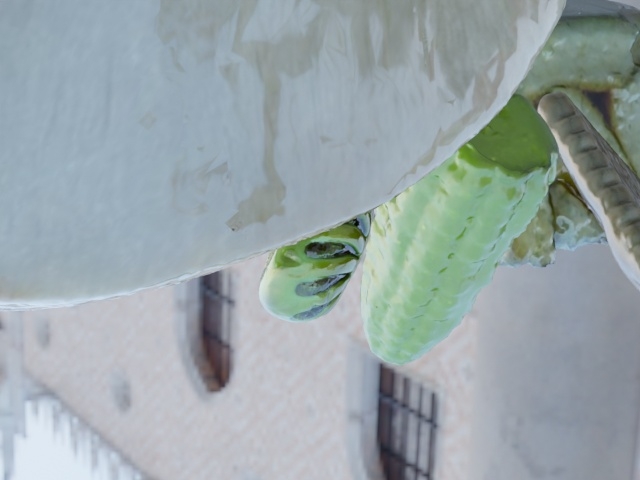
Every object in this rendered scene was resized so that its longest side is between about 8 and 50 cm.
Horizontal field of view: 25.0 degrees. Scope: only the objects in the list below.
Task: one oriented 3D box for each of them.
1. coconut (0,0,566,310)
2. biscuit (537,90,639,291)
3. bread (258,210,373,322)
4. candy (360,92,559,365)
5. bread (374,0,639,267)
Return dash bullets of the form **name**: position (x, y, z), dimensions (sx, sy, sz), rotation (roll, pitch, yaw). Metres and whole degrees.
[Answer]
- **coconut**: position (-0.094, -0.149, 0.551), dimensions (0.415, 0.345, 0.415), rotation (-18, 178, -1)
- **biscuit**: position (0.283, 0.033, 1.162), dimensions (0.217, 0.044, 0.325), rotation (33, -155, -51)
- **bread**: position (0.000, 0.000, 1.151), dimensions (0.071, 0.130, 0.139), rotation (19, -163, -4)
- **candy**: position (0.075, 0.000, 0.912), dimensions (0.096, 0.209, 0.097), rotation (13, -141, -11)
- **bread**: position (0.257, -0.139, 1.551), dimensions (0.395, 0.264, 0.239), rotation (-14, -166, -32)
